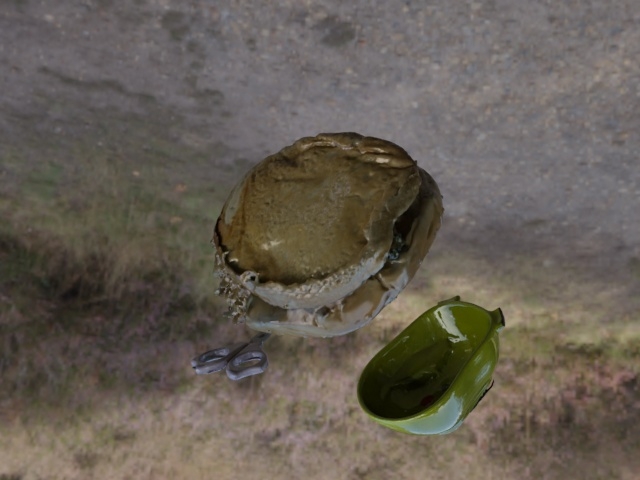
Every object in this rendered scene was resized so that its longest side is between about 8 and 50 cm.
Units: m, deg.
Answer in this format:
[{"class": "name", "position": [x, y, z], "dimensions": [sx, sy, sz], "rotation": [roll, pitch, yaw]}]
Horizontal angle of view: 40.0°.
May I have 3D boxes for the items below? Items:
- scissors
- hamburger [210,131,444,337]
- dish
[{"class": "scissors", "position": [-0.081, 0.127, 1.101], "dimensions": [0.100, 0.015, 0.189], "rotation": [1, -162, 27]}, {"class": "hamburger", "position": [0.000, 0.000, 0.971], "dimensions": [0.286, 0.243, 0.146], "rotation": [-31, 127, 4]}, {"class": "dish", "position": [0.194, 0.219, 1.415], "dimensions": [0.108, 0.262, 0.221], "rotation": [53, 163, -24]}]
